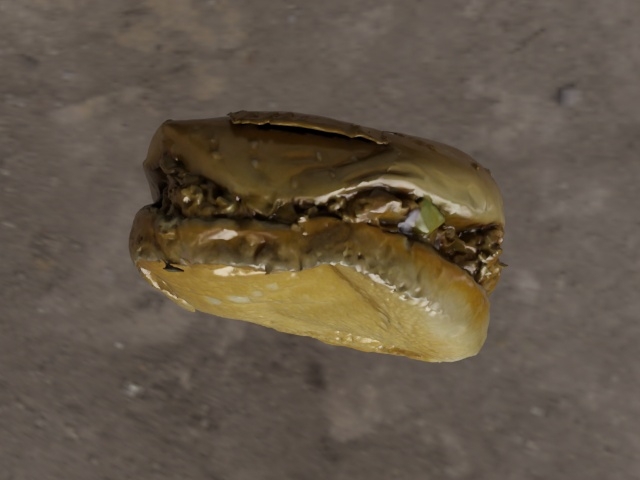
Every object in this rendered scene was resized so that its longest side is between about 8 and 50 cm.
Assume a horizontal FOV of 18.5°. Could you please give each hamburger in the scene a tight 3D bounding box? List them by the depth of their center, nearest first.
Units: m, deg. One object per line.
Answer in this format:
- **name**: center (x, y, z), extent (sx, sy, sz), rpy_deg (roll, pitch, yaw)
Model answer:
- **hamburger**: center (0.001, 0.000, 1.086), extent (0.214, 0.214, 0.108), rpy_deg (14, 76, -26)
